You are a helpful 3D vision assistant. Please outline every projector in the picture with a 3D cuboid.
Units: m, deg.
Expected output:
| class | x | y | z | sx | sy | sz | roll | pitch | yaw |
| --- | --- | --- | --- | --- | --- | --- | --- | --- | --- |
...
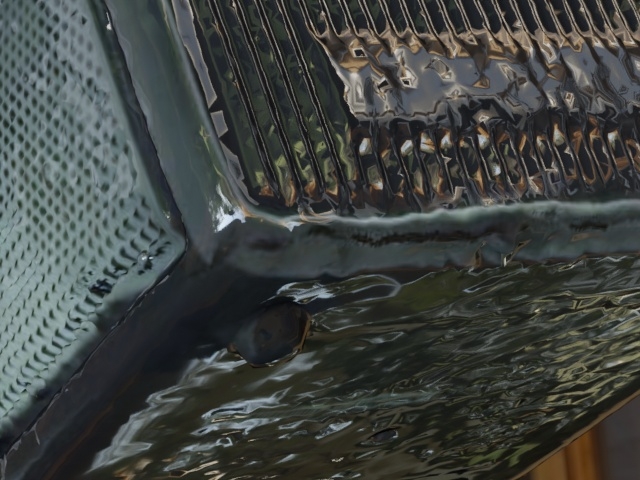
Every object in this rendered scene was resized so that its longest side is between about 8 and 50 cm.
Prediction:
| class | x | y | z | sx | sy | sz | roll | pitch | yaw |
| --- | --- | --- | --- | --- | --- | --- | --- | --- | --- |
| projector | 0.000 | 0.000 | 0.999 | 0.395 | 0.242 | 0.405 | -3 | 153 | -34 |
